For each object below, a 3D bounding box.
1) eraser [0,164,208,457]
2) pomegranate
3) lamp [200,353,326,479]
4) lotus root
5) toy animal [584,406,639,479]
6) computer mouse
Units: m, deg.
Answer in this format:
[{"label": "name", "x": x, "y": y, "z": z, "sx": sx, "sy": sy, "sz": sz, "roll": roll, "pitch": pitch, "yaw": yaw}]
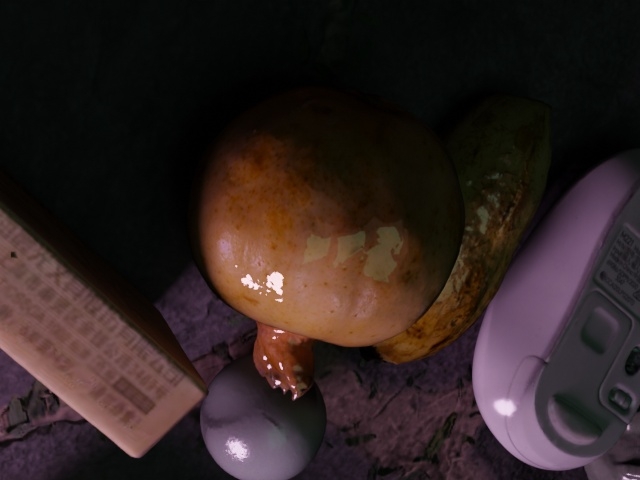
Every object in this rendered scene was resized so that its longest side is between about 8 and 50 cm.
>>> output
[{"label": "eraser", "x": -0.221, "y": 0.004, "z": 0.889, "sx": 0.078, "sy": 0.144, "sz": 0.343, "roll": -44, "pitch": 125, "yaw": -2}, {"label": "pomegranate", "x": 0.005, "y": -0.016, "z": 0.976, "sx": 0.207, "sy": 0.207, "sz": 0.207, "roll": -12, "pitch": 117, "yaw": -23}, {"label": "lamp", "x": -0.045, "y": 0.143, "z": 1.070, "sx": 0.105, "sy": 0.105, "sz": 0.105, "roll": -12, "pitch": 117, "yaw": -23}, {"label": "lotus root", "x": 0.109, "y": -0.007, "z": 1.092, "sx": 0.110, "sy": 0.097, "sz": 0.258, "roll": 25, "pitch": 95, "yaw": -32}, {"label": "toy animal", "x": 0.346, "y": 0.240, "z": 1.344, "sx": 0.236, "sy": 0.138, "sz": 0.108, "roll": 49, "pitch": 44, "yaw": -57}, {"label": "computer mouse", "x": 0.236, "y": 0.059, "z": 1.177, "sx": 0.184, "sy": 0.121, "sz": 0.296, "roll": 31, "pitch": 82, "yaw": -33}]
